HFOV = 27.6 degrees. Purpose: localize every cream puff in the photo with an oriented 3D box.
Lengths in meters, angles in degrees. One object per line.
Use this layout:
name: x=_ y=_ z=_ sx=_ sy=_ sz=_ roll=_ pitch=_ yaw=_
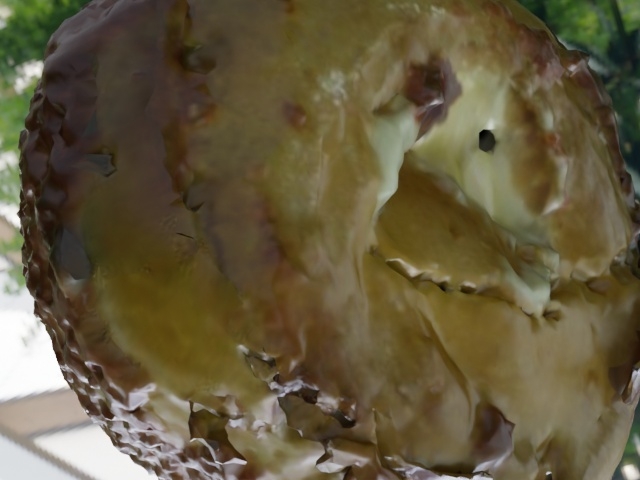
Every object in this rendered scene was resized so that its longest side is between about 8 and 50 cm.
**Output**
cream puff: x=0.001 y=-0.005 z=0.643 sx=0.229 sy=0.350 sz=0.350 roll=-18 pitch=-165 yaw=49
